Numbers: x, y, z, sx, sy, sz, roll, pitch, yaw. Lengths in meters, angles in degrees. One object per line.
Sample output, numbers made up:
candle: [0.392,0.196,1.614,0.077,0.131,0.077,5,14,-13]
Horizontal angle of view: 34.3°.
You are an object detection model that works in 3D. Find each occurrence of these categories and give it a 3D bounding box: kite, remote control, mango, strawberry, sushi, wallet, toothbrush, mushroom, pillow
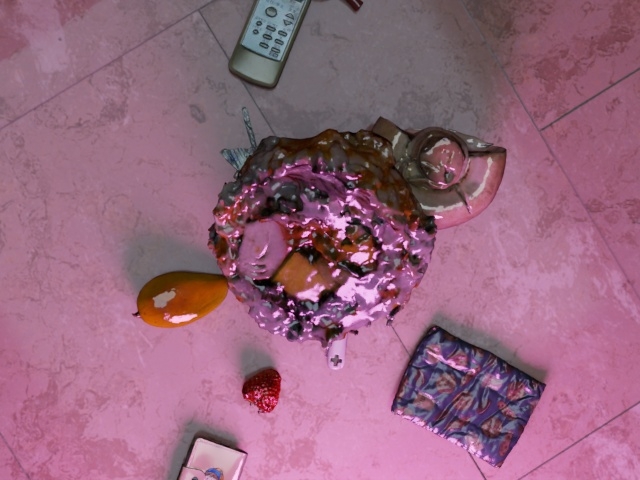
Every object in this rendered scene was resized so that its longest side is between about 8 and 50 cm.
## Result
kite: [-0.120,-0.174,1.925,0.137,0.005,0.153,-5,91,-6]
remote control: [-0.087,-0.400,1.909,0.098,0.038,0.234,22,89,-5]
mango: [-0.254,0.106,1.895,0.187,0.066,0.101,-12,92,-12]
strawberry: [-0.104,0.273,1.905,0.073,0.073,0.083,35,75,-4]
sushi: [0.001,0.004,1.781,0.417,0.176,0.418,5,121,8]
wallet: [-0.210,0.447,1.913,0.110,0.039,0.155,20,90,-7]
toothbrush: [0.054,0.035,1.923,0.042,0.040,0.418,8,91,-2]
mushroom: [0.201,-0.111,1.855,0.253,0.195,0.189,9,101,-2]
pillow: [0.275,0.293,1.945,0.255,0.034,0.189,29,89,-4]

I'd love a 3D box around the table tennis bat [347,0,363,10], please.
table tennis bat: [0.020,-0.484,1.906,0.154,0.019,0.098,43,53,-16]
